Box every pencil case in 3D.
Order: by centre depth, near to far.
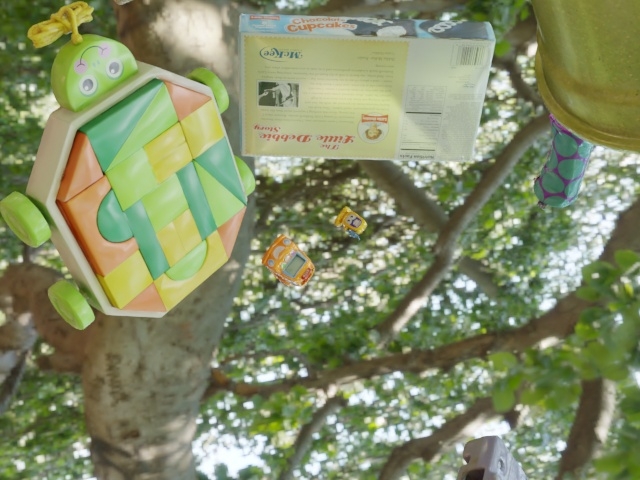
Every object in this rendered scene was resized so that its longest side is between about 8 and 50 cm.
[{"bbox_3d":[0.351,-0.116,1.175,0.070,0.064,0.151,24,-39,19],"label":"pencil case"}]

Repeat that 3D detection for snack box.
[{"bbox_3d":[0.054,-0.198,1.078,0.060,0.322,0.187,-92,-175,-50],"label":"snack box"}]

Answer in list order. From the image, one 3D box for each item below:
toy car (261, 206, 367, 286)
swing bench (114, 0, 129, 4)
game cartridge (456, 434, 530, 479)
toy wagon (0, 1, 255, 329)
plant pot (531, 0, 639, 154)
[{"bbox_3d":[0.000,0.000,0.768,0.040,0.122,0.060,32,-28,30],"label":"toy car"},{"bbox_3d":[-0.158,-0.394,0.882,0.253,0.255,0.165,41,47,-74],"label":"swing bench"},{"bbox_3d":[0.191,0.403,0.820,0.068,0.355,0.230,-27,-69,35],"label":"game cartridge"},{"bbox_3d":[-0.196,-0.075,0.847,0.068,0.267,0.344,24,-37,36],"label":"toy wagon"},{"bbox_3d":[0.266,-0.252,0.658,0.276,0.254,0.276,-19,-129,26],"label":"plant pot"}]
